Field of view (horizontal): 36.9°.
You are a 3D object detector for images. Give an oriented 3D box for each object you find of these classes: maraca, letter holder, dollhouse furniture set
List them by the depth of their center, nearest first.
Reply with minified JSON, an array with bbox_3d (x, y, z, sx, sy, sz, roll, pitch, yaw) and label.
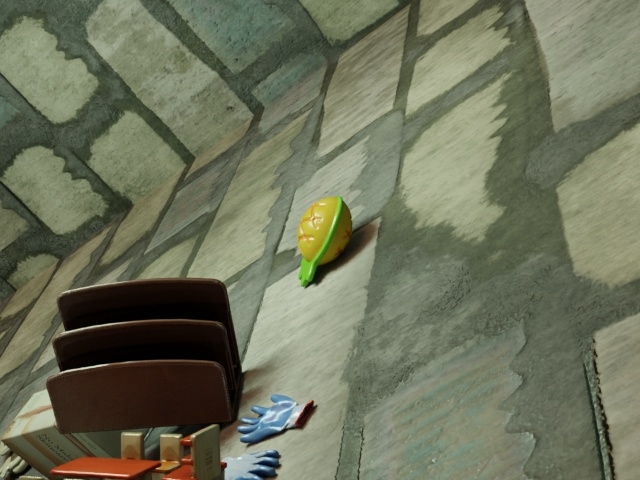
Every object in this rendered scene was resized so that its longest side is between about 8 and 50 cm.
[{"bbox_3d":[-0.272,0.340,1.415,0.259,0.135,0.262,-2,3,23],"label":"dollhouse furniture set"},{"bbox_3d":[-0.303,0.191,1.633,0.302,0.214,0.152,-5,27,4],"label":"letter holder"},{"bbox_3d":[0.000,0.000,1.832,0.127,0.099,0.185,-107,40,-74],"label":"maraca"}]

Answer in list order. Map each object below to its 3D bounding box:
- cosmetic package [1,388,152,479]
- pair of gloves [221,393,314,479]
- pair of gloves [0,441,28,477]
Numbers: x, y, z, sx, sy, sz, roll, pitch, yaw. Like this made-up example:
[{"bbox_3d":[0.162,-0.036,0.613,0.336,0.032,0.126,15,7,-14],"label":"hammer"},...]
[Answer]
[{"bbox_3d":[-0.473,0.366,1.870,0.296,0.153,0.129,-24,27,45],"label":"cosmetic package"},{"bbox_3d":[-0.096,0.311,1.464,0.159,0.023,0.198,-18,30,49],"label":"pair of gloves"},{"bbox_3d":[-0.662,0.446,2.220,0.204,0.042,0.240,-48,18,-6],"label":"pair of gloves"}]
